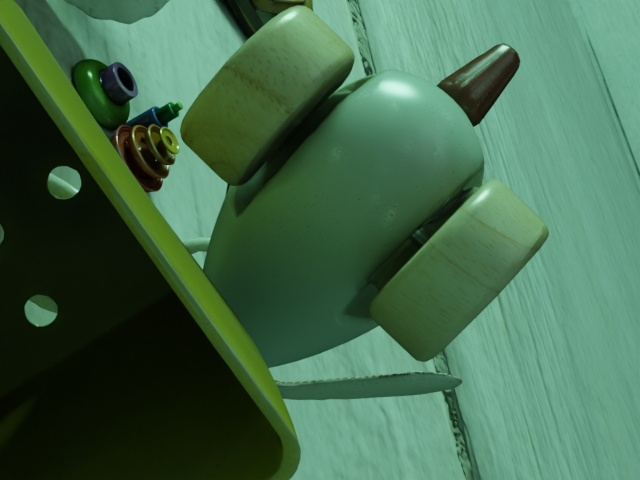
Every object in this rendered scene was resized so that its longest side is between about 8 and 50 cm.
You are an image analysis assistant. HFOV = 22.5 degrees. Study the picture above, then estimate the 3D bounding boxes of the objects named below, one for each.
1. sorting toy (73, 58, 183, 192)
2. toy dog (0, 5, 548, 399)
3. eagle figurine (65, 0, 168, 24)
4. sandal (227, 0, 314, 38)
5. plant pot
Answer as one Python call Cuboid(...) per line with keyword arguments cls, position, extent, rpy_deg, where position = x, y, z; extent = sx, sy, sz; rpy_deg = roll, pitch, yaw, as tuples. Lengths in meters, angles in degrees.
Cuboid(cls="sorting toy", position=(-0.119, -0.081, 1.055), extent=(0.102, 0.042, 0.061), rpy_deg=(65, 21, 10))
Cuboid(cls="toy dog", position=(0.000, 0.000, 0.805), extent=(0.161, 0.333, 0.220), rpy_deg=(-39, 102, -36))
Cuboid(cls="eagle figurine", position=(-0.161, -0.292, 0.987), extent=(0.225, 0.226, 0.298), rpy_deg=(33, -2, 8))
Cuboid(cls="sandal", position=(-0.047, -0.222, 1.376), extent=(0.219, 0.060, 0.090), rpy_deg=(53, 23, -23))
Cuboid(cls="plant pot", position=(-0.150, 0.023, 0.646), extent=(0.212, 0.212, 0.187), rpy_deg=(56, 9, -15))
